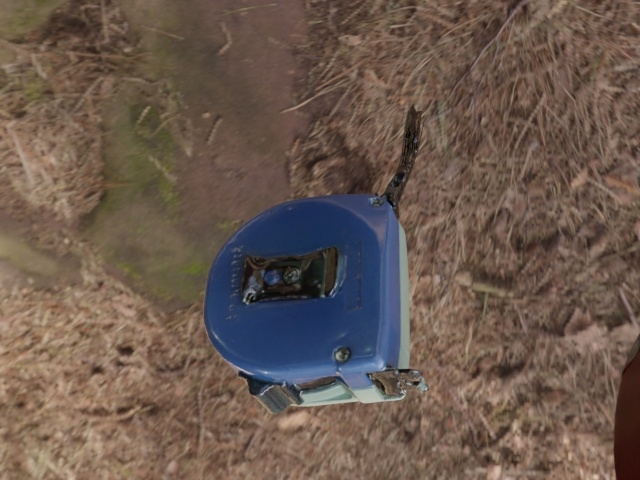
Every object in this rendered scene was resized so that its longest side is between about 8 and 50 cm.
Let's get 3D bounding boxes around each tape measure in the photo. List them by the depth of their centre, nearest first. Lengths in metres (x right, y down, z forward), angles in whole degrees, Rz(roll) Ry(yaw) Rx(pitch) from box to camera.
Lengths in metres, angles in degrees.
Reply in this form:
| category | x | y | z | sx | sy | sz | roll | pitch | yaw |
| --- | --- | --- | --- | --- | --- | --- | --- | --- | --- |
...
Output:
| category | x | y | z | sx | sy | sz | roll | pitch | yaw |
| --- | --- | --- | --- | --- | --- | --- | --- | --- | --- |
| tape measure | 0.000 | 0.000 | 1.070 | 0.215 | 0.351 | 0.098 | -9 | 144 | 18 |

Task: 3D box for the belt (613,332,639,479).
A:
| category | x | y | z | sx | sy | sz | roll | pitch | yaw |
| --- | --- | --- | --- | --- | --- | --- | --- | --- | --- |
| belt | 0.404 | 0.171 | 0.999 | 0.227 | 0.324 | 0.115 | 27 | 152 | -13 |
